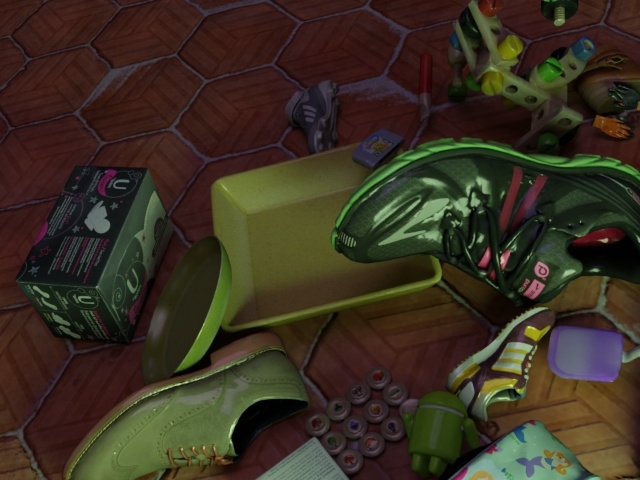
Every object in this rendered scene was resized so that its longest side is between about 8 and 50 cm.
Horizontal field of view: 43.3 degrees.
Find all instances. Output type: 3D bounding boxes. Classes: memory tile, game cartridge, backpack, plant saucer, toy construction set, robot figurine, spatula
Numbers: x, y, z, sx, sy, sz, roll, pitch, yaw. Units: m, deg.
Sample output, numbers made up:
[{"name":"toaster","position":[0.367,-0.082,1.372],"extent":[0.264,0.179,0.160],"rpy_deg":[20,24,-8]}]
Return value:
[{"name":"memory tile","position":[0.061,0.244,1.105],"extent":[0.148,0.012,0.113],"rpy_deg":[-35,50,-16]},{"name":"game cartridge","position":[0.094,-0.152,1.335],"extent":[0.056,0.017,0.083],"rpy_deg":[28,61,38]},{"name":"backpack","position":[0.198,0.317,0.841],"extent":[0.225,0.253,0.191],"rpy_deg":[-34,49,-15]},{"name":"plant saucer","position":[-0.194,0.108,1.200],"extent":[0.241,0.037,0.241],"rpy_deg":[-43,32,36]},{"name":"toy construction set","position":[0.305,-0.252,1.358],"extent":[0.309,0.257,0.237],"rpy_deg":[-13,59,37]},{"name":"robot figurine","position":[0.151,0.245,1.035],"extent":[0.101,0.067,0.115],"rpy_deg":[-4,58,35]},{"name":"spatula","position":[0.428,0.135,1.005],"extent":[0.296,0.030,0.084],"rpy_deg":[-11,43,39]},{"name":"plant saucer","position":[0.000,0.000,1.291],"extent":[0.332,0.081,0.333],"rpy_deg":[-13,47,3]}]

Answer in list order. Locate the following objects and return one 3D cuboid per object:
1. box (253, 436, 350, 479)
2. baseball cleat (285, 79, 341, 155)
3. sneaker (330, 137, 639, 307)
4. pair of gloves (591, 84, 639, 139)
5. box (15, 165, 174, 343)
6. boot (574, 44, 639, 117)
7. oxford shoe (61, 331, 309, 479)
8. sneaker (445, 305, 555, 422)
[{"name":"box","position":[-0.013,0.340,1.001],"extent":[0.126,0.072,0.137],"rpy_deg":[-33,49,-14]},{"name":"baseball cleat","position":[-0.017,-0.216,1.504],"extent":[0.109,0.072,0.206],"rpy_deg":[-12,42,24]},{"name":"sneaker","position":[0.255,-0.016,1.104],"extent":[0.483,0.185,0.202],"rpy_deg":[-2,51,-9]},{"name":"pair of gloves","position":[0.500,-0.212,1.342],"extent":[0.074,0.083,0.010],"rpy_deg":[25,12,3]},{"name":"box","position":[-0.353,0.021,1.313],"extent":[0.142,0.163,0.247],"rpy_deg":[4,51,14]},{"name":"boot","position":[0.545,-0.294,1.406],"extent":[0.197,0.073,0.152],"rpy_deg":[-12,44,2]},{"name":"oxford shoe","position":[-0.178,0.257,1.089],"extent":[0.348,0.123,0.130],"rpy_deg":[-31,54,-11]},{"name":"sneaker","position":[0.261,0.168,1.087],"extent":[0.185,0.069,0.084],"rpy_deg":[-37,58,-9]}]
